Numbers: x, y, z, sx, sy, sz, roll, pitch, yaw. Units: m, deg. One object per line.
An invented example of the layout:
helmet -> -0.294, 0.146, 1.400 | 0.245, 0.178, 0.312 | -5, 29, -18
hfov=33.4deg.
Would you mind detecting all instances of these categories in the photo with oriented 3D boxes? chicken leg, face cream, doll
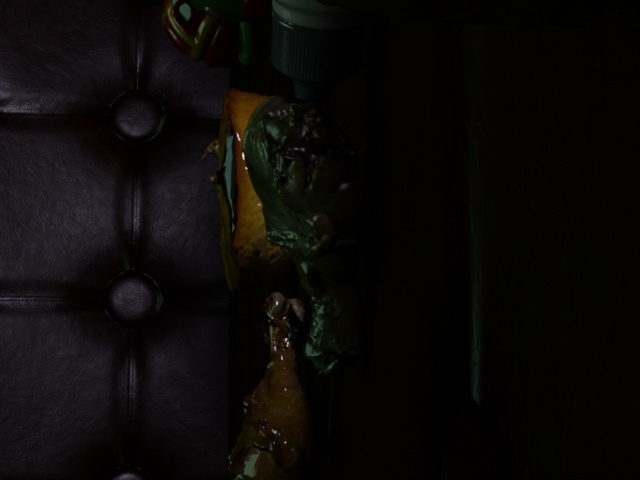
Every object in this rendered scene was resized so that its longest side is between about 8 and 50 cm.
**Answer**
chicken leg -> 0.000, 0.000, 0.808 | 0.103, 0.088, 0.228 | -5, 98, 51
chicken leg -> -0.044, 0.168, 1.153 | 0.107, 0.087, 0.252 | -44, 34, 49
face cream -> 0.007, -0.229, 0.753 | 0.092, 0.092, 0.311 | -101, 13, -55
doll -> -0.101, -0.353, 1.267 | 0.183, 0.160, 0.363 | 56, 158, 15

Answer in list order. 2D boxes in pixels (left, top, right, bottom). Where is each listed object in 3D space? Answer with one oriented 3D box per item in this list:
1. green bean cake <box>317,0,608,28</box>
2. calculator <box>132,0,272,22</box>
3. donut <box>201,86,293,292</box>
green bean cake -> 0.047, -0.203, 0.341 | 0.233, 0.124, 0.236 | -103, 16, -63
calculator -> -0.161, -0.406, 1.417 | 0.274, 0.248, 0.058 | 104, 172, -59
donut -> -0.086, -0.060, 1.307 | 0.253, 0.118, 0.254 | -176, 90, -81
